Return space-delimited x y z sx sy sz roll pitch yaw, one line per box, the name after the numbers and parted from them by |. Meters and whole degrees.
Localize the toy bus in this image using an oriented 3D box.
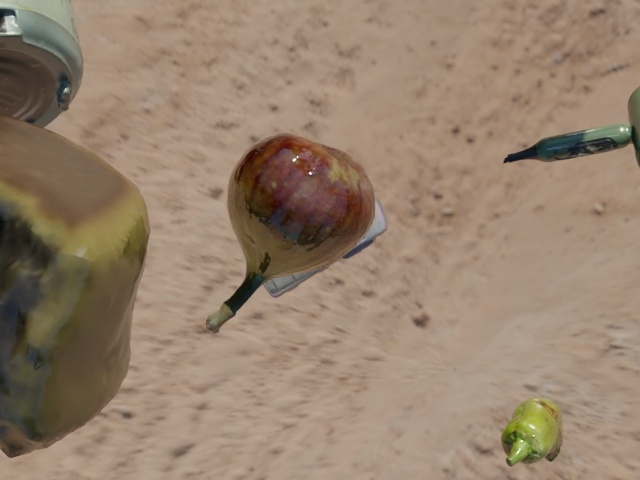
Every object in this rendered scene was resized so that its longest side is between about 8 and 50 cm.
0.000 0.000 1.775 0.172 0.057 0.072 -31 90 9 | toy bus

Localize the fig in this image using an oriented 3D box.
-0.051 -0.019 1.570 0.231 0.160 0.143 -36 69 28 | fig

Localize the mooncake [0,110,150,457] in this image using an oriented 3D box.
-0.358 0.020 1.390 0.394 0.393 0.246 43 125 46 | mooncake

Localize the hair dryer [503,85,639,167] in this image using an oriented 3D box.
0.220 -0.079 1.208 0.150 0.047 0.071 -12 41 14 | hair dryer

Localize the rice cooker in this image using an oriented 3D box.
-0.417 -0.276 1.784 0.264 0.317 0.316 -6 84 -16 | rice cooker

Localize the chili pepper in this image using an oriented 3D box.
0.173 0.148 1.179 0.043 0.208 0.049 -25 78 13 | chili pepper
